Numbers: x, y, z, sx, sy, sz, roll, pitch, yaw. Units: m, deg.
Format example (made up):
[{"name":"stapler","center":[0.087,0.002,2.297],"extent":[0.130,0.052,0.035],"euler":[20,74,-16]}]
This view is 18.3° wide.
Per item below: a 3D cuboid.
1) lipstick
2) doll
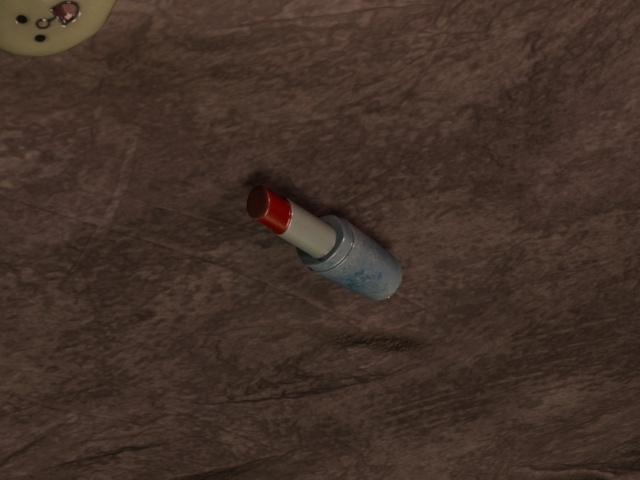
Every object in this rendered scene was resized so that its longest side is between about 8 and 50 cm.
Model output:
[{"name":"lipstick","center":[0.000,0.000,2.207],"extent":[0.068,0.061,0.274],"euler":[-35,147,17]},{"name":"doll","center":[-0.207,-0.232,1.680],"extent":[0.275,0.113,0.155],"euler":[-22,142,23]}]
